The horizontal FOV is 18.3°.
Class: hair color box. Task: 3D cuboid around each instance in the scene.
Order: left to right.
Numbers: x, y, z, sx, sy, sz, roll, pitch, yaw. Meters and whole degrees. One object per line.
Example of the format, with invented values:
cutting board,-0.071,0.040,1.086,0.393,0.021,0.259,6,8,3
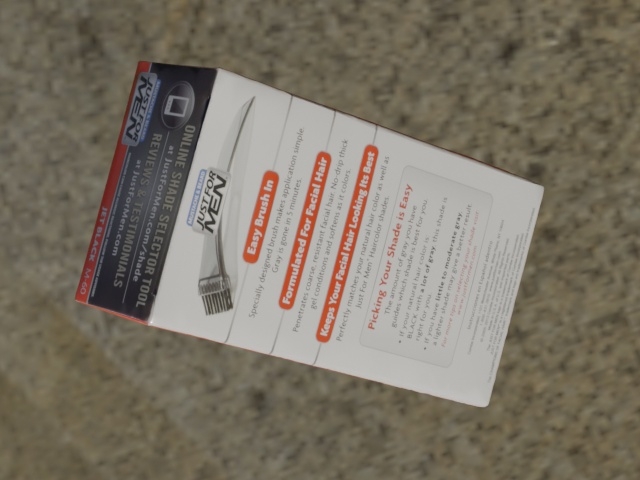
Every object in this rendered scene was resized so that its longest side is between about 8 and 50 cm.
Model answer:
hair color box,0.000,0.000,0.741,0.053,0.167,0.093,12,86,50
